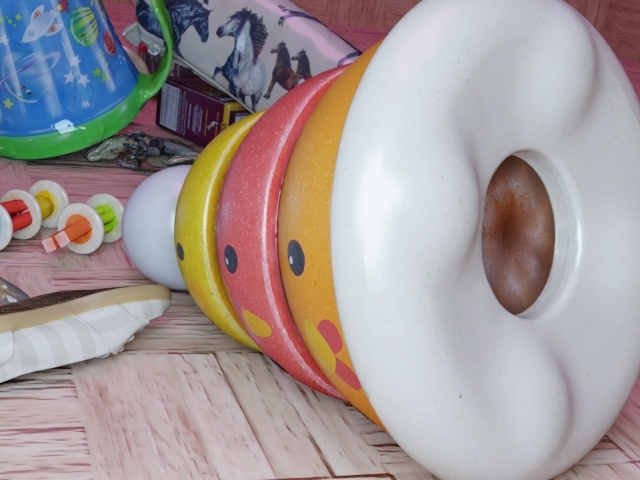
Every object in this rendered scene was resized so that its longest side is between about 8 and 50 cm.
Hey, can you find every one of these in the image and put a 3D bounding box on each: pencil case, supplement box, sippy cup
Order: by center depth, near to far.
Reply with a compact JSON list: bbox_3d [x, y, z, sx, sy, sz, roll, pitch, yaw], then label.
[{"bbox_3d":[-0.365,-0.259,1.383,0.305,0.224,0.240,-32,41,-28],"label":"sippy cup"},{"bbox_3d":[-0.072,-0.241,1.467,0.410,0.183,0.160,39,9,19],"label":"pencil case"},{"bbox_3d":[-0.155,-0.191,1.612,0.104,0.081,0.188,-8,24,-40],"label":"supplement box"}]

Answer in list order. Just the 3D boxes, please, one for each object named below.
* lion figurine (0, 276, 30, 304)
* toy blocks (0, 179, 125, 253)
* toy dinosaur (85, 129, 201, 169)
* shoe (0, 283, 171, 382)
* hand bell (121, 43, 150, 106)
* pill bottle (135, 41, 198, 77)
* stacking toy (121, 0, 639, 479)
[{"bbox_3d":[-0.415,-0.088,0.921,0.392,0.240,0.142,13,18,14],"label":"lion figurine"},{"bbox_3d":[-0.278,-0.014,1.053,0.123,0.054,0.148,13,18,17],"label":"toy blocks"},{"bbox_3d":[-0.183,-0.100,1.360,0.268,0.064,0.118,14,12,9],"label":"toy dinosaur"},{"bbox_3d":[-0.203,0.071,0.836,0.076,0.058,0.219,-4,3,38],"label":"shoe"},{"bbox_3d":[-0.341,-0.192,1.541,0.126,0.126,0.242,10,29,6],"label":"hand bell"},{"bbox_3d":[-0.174,-0.300,1.814,0.161,0.161,0.283,-9,24,-42],"label":"pill bottle"},{"bbox_3d":[0.000,0.000,0.878,0.350,0.350,0.480,-10,6,-44],"label":"stacking toy"}]
